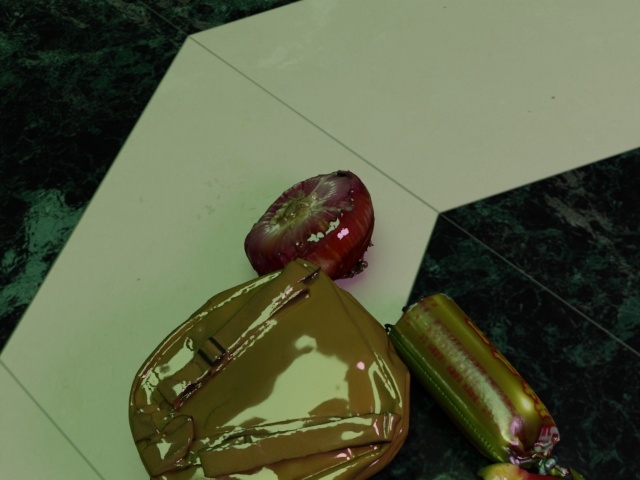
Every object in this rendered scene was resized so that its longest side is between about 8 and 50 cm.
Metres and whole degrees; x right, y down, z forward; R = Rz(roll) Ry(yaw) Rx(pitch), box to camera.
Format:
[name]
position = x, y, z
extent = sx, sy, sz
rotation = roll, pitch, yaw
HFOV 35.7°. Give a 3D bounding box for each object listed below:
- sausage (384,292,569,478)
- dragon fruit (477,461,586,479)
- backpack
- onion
[sausage]
position = 0.220, 0.207, 1.364
extent = 0.117, 0.125, 0.317
rotation = -53, 55, 17
[dragon fruit]
position = 0.259, 0.378, 1.193
extent = 0.224, 0.224, 0.227
rotation = -20, 45, -5
[backpack]
position = -0.073, 0.213, 1.363
extent = 0.378, 0.201, 0.353
rotation = -19, 55, -7
[onion]
position = 0.000, 0.000, 1.541
extent = 0.230, 0.163, 0.230
rotation = -29, 32, 20
